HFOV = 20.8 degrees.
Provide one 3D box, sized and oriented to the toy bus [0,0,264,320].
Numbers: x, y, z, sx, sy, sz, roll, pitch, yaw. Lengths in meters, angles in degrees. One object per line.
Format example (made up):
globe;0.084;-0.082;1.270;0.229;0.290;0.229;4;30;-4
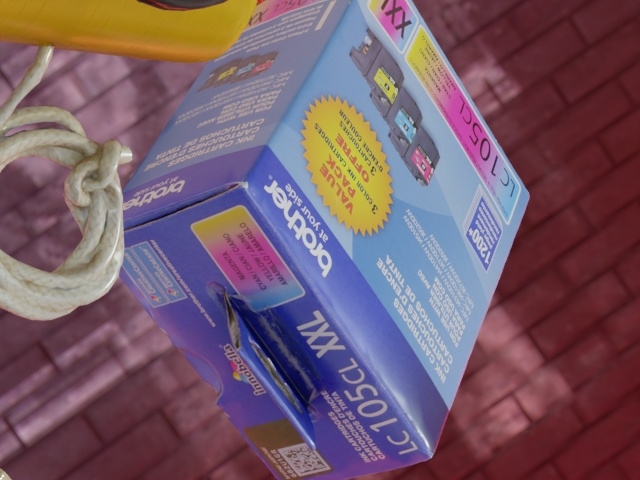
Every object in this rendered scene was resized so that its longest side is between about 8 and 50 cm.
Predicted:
toy bus;-0.032;-0.111;0.329;0.191;0.202;0.104;-47;-156;-21

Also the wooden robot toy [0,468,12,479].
wooden robot toy;-0.303;0.173;1.215;0.076;0.173;0.079;90;23;-61

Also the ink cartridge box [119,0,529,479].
ink cartridge box;0.000;0.000;1.338;0.151;0.270;0.395;-18;-151;34
